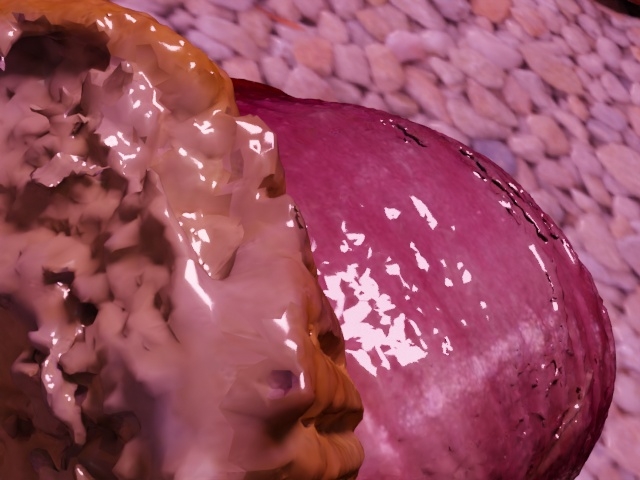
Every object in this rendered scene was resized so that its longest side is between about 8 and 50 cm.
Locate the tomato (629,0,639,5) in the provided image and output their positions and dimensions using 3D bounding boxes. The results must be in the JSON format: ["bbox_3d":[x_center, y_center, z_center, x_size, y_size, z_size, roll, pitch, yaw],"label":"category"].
[{"bbox_3d":[0.261,-0.248,1.145,0.174,0.082,0.166,28,86,-35],"label":"tomato"}]

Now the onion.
[{"bbox_3d":[0.000,0.000,0.711,0.267,0.159,0.349,-15,65,-44],"label":"onion"}]

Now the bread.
[{"bbox_3d":[-0.104,0.046,0.548,0.274,0.274,0.149,56,18,19],"label":"bread"}]
